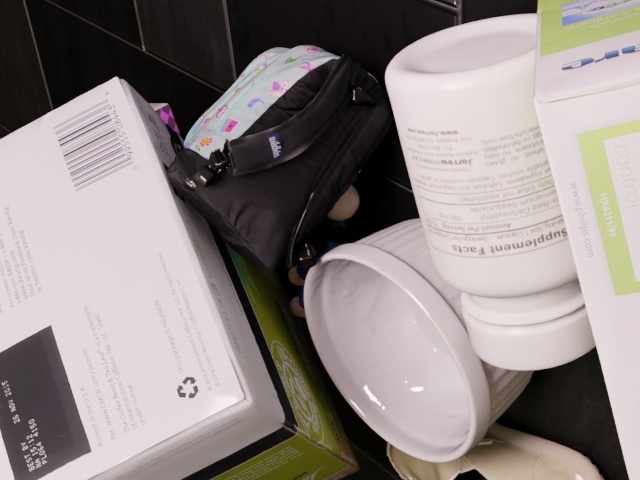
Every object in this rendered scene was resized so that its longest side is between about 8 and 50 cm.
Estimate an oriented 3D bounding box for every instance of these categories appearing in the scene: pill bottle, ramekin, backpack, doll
[{"bbox_3d":[0.133,-0.031,0.752,0.131,0.131,0.229,16,130,50],"label":"pill bottle"},{"bbox_3d":[0.093,0.079,0.934,0.207,0.109,0.207,37,144,34],"label":"ramekin"},{"bbox_3d":[-0.032,-0.083,0.898,0.115,0.182,0.152,28,163,44],"label":"backpack"},{"bbox_3d":[0.000,0.000,1.034,0.189,0.046,0.129,108,160,-59],"label":"doll"}]

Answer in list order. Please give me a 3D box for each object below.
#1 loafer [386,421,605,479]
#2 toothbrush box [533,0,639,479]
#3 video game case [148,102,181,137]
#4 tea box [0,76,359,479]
[{"bbox_3d":[0.143,0.221,1.002,0.269,0.092,0.101,1,118,56],"label":"loafer"},{"bbox_3d":[0.185,-0.028,0.522,0.122,0.283,0.206,-13,111,16],"label":"toothbrush box"},{"bbox_3d":[-0.215,-0.060,1.331,0.210,0.042,0.232,11,126,50],"label":"video game case"},{"bbox_3d":[-0.157,0.089,1.000,0.329,0.220,0.323,65,-174,25],"label":"tea box"}]
